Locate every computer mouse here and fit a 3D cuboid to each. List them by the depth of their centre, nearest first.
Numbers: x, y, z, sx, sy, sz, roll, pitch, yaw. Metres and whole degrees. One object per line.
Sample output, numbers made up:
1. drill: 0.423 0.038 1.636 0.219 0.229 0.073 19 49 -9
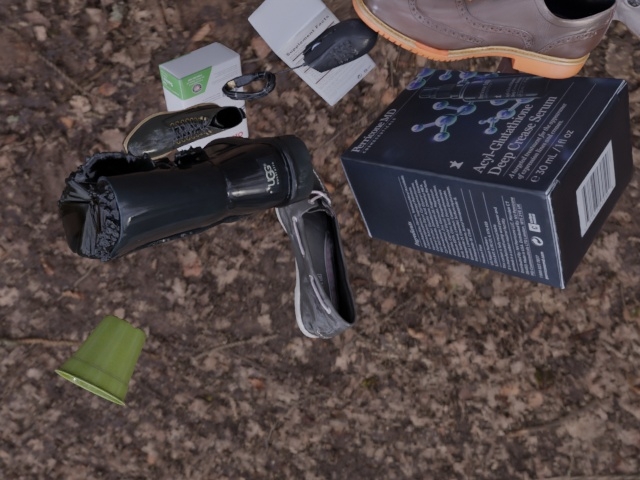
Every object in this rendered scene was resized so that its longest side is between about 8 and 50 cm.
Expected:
1. computer mouse: -0.034 -0.259 0.962 0.242 0.071 0.041 -20 142 12

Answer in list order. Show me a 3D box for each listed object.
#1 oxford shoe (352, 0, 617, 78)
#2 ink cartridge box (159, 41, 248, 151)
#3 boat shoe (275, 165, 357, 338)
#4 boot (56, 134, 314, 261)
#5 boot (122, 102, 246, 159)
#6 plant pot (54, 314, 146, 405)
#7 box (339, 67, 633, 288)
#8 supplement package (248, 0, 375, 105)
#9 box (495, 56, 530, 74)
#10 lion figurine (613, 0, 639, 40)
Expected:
1. oxford shoe: 0.227 -0.329 0.935 0.364 0.129 0.132 4 151 -14
2. ink cartridge box: -0.258 -0.307 1.530 0.093 0.160 0.219 37 145 33
3. boat shoe: 0.000 0.000 1.168 0.096 0.112 0.335 -18 79 46
4. boot: -0.152 -0.046 0.663 0.207 0.246 0.094 -15 98 -31
5. boot: -0.240 -0.197 1.192 0.198 0.137 0.076 -33 114 -23
6. plant pot: -0.233 0.127 0.746 0.083 0.079 0.083 21 157 9
7. box: 0.292 -0.129 1.194 0.396 0.293 0.212 15 143 40
8. supplement package: -0.011 -0.319 1.096 0.105 0.179 0.105 -41 57 12
9. box: 0.560 -0.296 1.761 0.143 0.381 0.191 1 139 -15
10. lion figurine: 0.621 -0.405 1.277 0.392 0.240 0.142 44 130 -4
